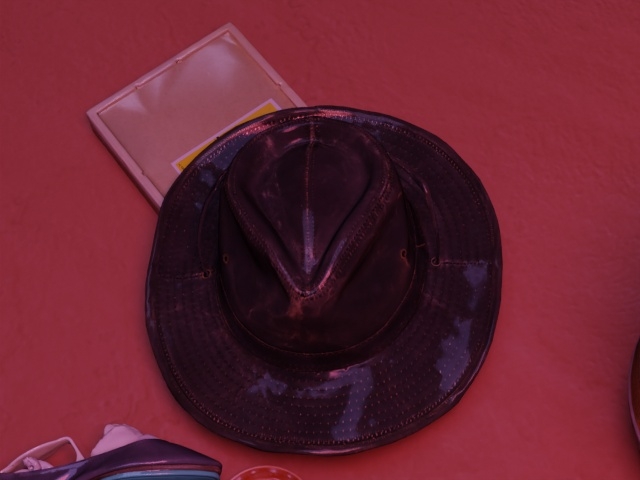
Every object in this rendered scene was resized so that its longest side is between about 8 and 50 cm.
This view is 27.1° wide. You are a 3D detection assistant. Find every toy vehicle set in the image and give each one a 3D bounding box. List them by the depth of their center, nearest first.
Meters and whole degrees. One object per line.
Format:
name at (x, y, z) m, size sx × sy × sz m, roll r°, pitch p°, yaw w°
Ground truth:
toy vehicle set at (-0.072, -0.064, 1.200) m, size 0.166 × 0.035 × 0.267 m, roll -34°, pitch 65°, yaw -13°

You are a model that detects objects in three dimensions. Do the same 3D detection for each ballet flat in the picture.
ballet flat at (-0.182, 0.184, 1.060) m, size 0.203 × 0.074 × 0.074 m, roll -15°, pitch 62°, yaw -2°

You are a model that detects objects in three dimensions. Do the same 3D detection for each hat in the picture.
hat at (0.000, 0.000, 1.067) m, size 0.332 × 0.134 × 0.331 m, roll -1°, pitch 62°, yaw 2°

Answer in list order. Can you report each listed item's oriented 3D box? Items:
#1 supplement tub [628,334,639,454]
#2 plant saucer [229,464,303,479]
supplement tub at (0.342, 0.084, 0.935) m, size 0.228 × 0.316 × 0.228 m, roll -2°, pitch 62°, yaw 3°
plant saucer at (-0.044, 0.221, 1.060) m, size 0.084 × 0.013 × 0.083 m, roll -2°, pitch 63°, yaw 3°
